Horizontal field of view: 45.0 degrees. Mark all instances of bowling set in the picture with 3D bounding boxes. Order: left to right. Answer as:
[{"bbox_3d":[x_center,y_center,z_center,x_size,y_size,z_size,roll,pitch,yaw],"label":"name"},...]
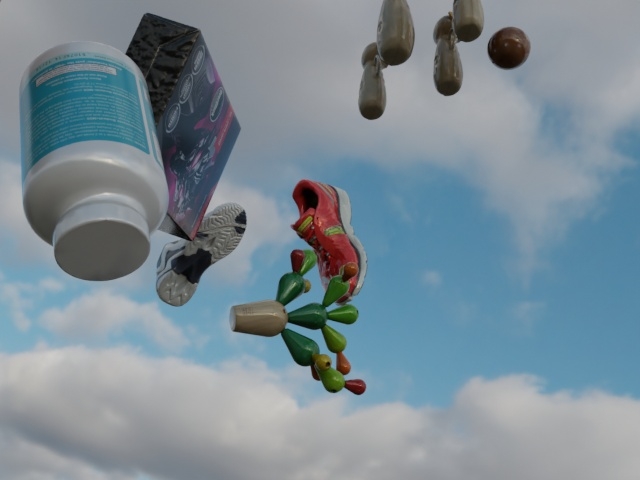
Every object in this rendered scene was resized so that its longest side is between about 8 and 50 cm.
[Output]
[{"bbox_3d":[0.162,-0.281,1.001,0.200,0.154,0.287,10,-34,-8],"label":"bowling set"}]

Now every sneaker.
[{"bbox_3d":[-0.249,0.012,1.529,0.094,0.235,0.153,32,0,-28],"label":"sneaker"},{"bbox_3d":[0.000,0.000,1.420,0.118,0.279,0.107,21,-52,-36],"label":"sneaker"}]

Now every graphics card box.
[{"bbox_3d":[-0.230,-0.155,1.197,0.094,0.232,0.371,20,-12,9],"label":"graphics card box"}]

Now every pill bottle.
[{"bbox_3d":[-0.245,-0.085,0.829,0.146,0.264,0.146,-11,-40,-10],"label":"pill bottle"}]

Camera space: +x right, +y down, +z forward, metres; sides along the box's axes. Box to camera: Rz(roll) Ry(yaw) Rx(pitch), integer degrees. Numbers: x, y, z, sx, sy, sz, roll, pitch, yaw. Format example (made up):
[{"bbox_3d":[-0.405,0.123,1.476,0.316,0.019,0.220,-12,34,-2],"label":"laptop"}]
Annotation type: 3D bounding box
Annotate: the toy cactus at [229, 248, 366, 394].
[{"bbox_3d":[-0.026,0.102,1.019,0.181,0.218,0.112,1,-24,-22],"label":"toy cactus"}]
